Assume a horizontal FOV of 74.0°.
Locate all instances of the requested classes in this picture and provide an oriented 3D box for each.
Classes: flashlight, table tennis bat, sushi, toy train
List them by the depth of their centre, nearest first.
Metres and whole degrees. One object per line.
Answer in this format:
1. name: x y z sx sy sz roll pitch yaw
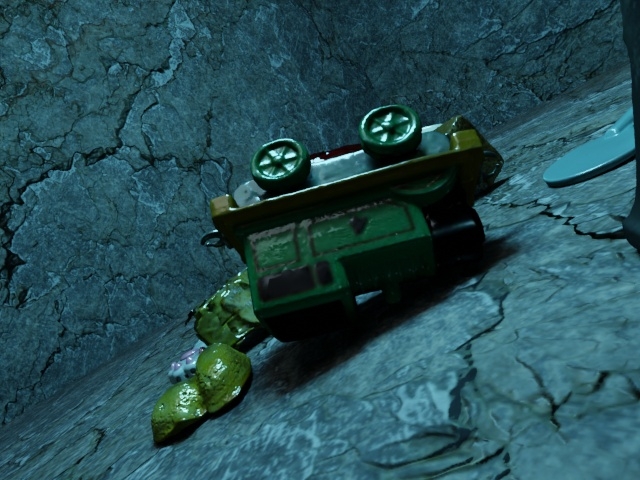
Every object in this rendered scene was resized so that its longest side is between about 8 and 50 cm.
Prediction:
1. toy train: 0.045 -0.016 0.573 0.430 0.248 0.178 -15 -31 4
2. table tennis bat: 0.463 -0.157 0.682 0.244 0.040 0.153 -36 8 -21
3. flashlight: -0.227 0.214 0.824 0.093 0.047 0.200 -30 6 7
4. sushi: -0.124 0.124 0.838 0.131 0.139 0.291 -50 -6 29

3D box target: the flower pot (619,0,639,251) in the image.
1. flower pot: 0.360 -0.172 0.257 0.380 0.250 0.379 -28 5 3

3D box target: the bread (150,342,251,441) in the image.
1. bread: -0.174 0.201 0.599 0.150 0.065 0.188 -35 8 -6

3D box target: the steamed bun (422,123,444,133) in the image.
1. steamed bun: 0.327 -0.209 1.177 0.232 0.144 0.231 -1 -18 0

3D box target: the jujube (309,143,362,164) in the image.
1. jujube: 0.029 -0.064 0.865 0.377 0.258 0.259 -21 -2 -43

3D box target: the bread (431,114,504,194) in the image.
1. bread: 0.235 -0.150 1.067 0.113 0.165 0.417 -56 16 -25
